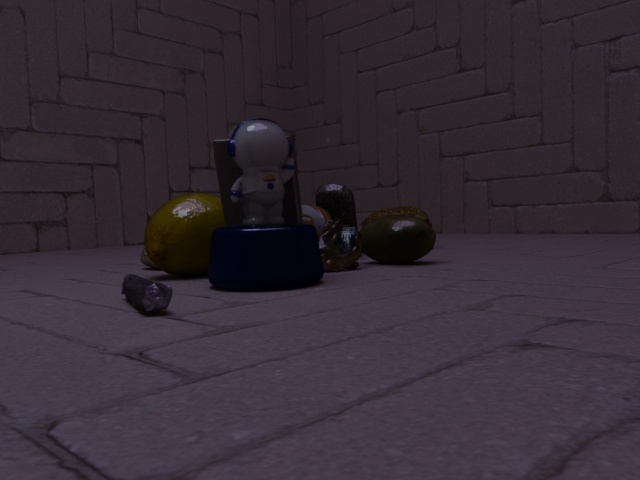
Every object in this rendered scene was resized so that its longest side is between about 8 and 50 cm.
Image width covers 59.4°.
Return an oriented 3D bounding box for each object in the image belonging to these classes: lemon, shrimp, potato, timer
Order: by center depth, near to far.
[{"bbox_3d":[-0.131,-0.089,1.303,0.270,0.384,0.270,-2,2,0],"label":"timer"},{"bbox_3d":[-0.352,-0.016,1.560,0.263,0.236,0.235,11,-7,-43],"label":"lemon"},{"bbox_3d":[0.058,0.000,1.600,0.145,0.059,0.254,23,42,18],"label":"shrimp"},{"bbox_3d":[0.223,-0.006,1.708,0.251,0.159,0.174,-10,-26,32],"label":"potato"}]

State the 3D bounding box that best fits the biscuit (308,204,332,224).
[{"bbox_3d":[-0.061,-0.018,1.869,0.091,0.213,0.274,25,-22,-34],"label":"biscuit"}]

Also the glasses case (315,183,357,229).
[{"bbox_3d":[0.062,-0.074,2.065,0.137,0.085,0.355,7,-38,14],"label":"glasses case"}]

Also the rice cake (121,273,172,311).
[{"bbox_3d":[-0.328,0.095,1.046,0.049,0.055,0.270,2,-1,-28],"label":"rice cake"}]

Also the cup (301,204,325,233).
[{"bbox_3d":[-0.094,0.012,1.651,0.226,0.186,0.241,-12,40,-43],"label":"cup"}]

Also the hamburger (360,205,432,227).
[{"bbox_3d":[0.316,-0.053,2.316,0.294,0.179,0.276,0,4,33],"label":"hamburger"}]

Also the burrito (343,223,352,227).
[{"bbox_3d":[0.001,0.002,2.029,0.299,0.105,0.143,0,-26,20],"label":"burrito"}]

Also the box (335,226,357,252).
[{"bbox_3d":[0.033,0.012,1.906,0.177,0.115,0.036,0,-24,22],"label":"box"}]

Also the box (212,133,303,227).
[{"bbox_3d":[-0.151,-0.085,1.444,0.204,0.365,0.051,-1,19,14],"label":"box"}]

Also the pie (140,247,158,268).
[{"bbox_3d":[-0.483,0.047,1.834,0.178,0.084,0.205,-4,7,-40],"label":"pie"}]

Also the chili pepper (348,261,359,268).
[{"bbox_3d":[0.078,0.065,1.620,0.045,0.027,0.178,-9,6,-23],"label":"chili pepper"}]
